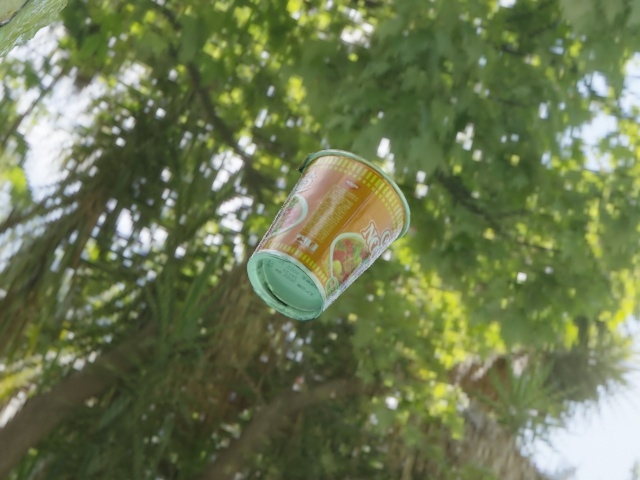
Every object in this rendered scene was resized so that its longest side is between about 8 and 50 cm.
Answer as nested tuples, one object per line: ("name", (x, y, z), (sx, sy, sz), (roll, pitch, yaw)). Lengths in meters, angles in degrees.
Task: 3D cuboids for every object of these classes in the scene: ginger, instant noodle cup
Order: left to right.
("ginger", (-0.307, -0.269, 1.304), (0.123, 0.193, 0.115), (41, -12, -16))
("instant noodle cup", (0.000, 0.000, 1.679), (0.168, 0.185, 0.168), (23, -38, 20))
